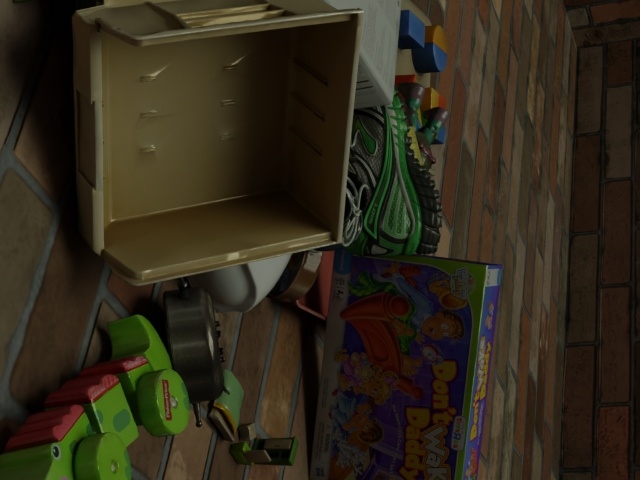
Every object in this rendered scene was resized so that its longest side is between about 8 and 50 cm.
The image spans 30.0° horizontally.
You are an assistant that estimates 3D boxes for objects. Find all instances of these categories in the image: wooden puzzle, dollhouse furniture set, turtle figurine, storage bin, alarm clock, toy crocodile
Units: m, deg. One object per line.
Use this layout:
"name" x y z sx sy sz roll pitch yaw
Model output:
"wooden puzzle" 0.170 -0.314 2.236 0.322 0.080 0.348 16 70 -66
"dollhouse furniture set" -0.084 0.236 1.526 0.076 0.058 0.152 -75 150 -41
"turtle figurine" 0.141 -0.145 2.034 0.175 0.118 0.234 54 53 -48
"storage bin" -0.108 -0.114 1.212 0.260 0.123 0.262 -13 124 -28
"alarm clock" -0.143 0.101 1.337 0.129 0.064 0.192 -107 -172 -61
"toy crocodile" -0.222 0.176 1.134 0.340 0.115 0.105 -49 123 -63

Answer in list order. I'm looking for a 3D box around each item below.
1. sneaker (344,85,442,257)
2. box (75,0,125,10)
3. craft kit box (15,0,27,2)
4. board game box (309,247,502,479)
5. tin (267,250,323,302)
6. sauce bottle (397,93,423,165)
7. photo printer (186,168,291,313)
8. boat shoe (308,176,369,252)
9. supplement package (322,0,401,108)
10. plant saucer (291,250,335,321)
"sneaker" 0.056 -0.124 1.714 0.134 0.146 0.343 103 -26 -49
"box" -0.178 -0.263 1.289 0.233 0.059 0.183 -55 159 -45
"craft kit box" -0.259 -0.386 1.244 0.250 0.061 0.247 -40 124 -64
"board game box" 0.121 0.191 1.718 0.078 0.233 0.347 1 95 -65
"tin" -0.032 -0.008 1.621 0.040 0.106 0.190 23 75 -36
"sauce bottle" 0.100 -0.153 1.885 0.111 0.111 0.344 -1 78 -68
"photo printer" -0.110 -0.083 1.461 0.256 0.107 0.307 -67 146 -48
"boat shoe" 0.007 -0.042 1.491 0.254 0.079 0.095 35 57 -62
"supplement package" -0.029 -0.321 1.598 0.263 0.198 0.199 48 43 -56
"plant saucer" 0.000 0.000 1.798 0.259 0.047 0.258 32 56 -62
